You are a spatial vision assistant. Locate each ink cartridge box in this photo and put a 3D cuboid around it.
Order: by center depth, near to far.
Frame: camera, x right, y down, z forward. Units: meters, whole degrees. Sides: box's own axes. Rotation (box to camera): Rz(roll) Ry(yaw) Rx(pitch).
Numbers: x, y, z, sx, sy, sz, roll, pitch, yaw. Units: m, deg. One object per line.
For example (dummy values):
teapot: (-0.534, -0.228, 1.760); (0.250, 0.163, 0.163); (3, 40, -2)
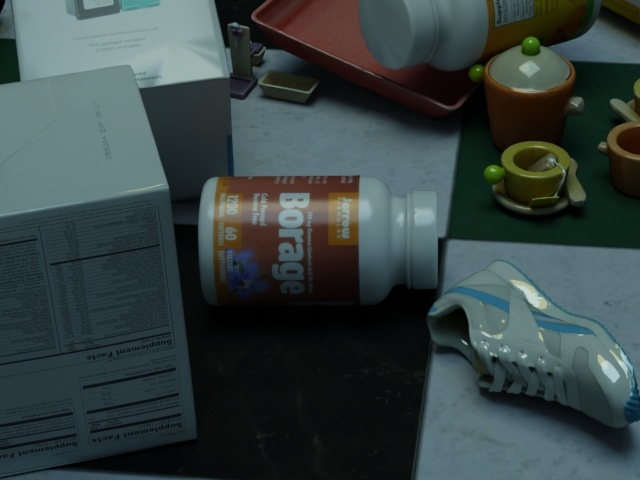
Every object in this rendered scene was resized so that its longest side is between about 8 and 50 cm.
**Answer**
ink cartridge box: (-0.205, -0.197, 1.696); (0.197, 0.198, 0.270); (-9, 58, -7)

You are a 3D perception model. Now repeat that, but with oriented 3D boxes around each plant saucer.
plant saucer: (0.090, -0.242, 1.907); (0.258, 0.048, 0.259); (26, 44, 16)

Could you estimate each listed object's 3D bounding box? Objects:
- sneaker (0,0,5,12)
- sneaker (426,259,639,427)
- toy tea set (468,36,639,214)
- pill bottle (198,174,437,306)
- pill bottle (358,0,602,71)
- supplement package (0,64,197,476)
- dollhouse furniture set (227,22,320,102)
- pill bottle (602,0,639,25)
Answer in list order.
sneaker: (-0.536, -0.277, 1.874); (0.257, 0.169, 0.447); (25, 29, 31)
sneaker: (0.185, 0.102, 1.442); (0.092, 0.087, 0.228); (-29, 36, -21)
toy tea set: (0.317, -0.138, 1.717); (0.336, 0.124, 0.200); (-7, 36, -7)
pill bottle: (0.000, 0.000, 1.550); (0.216, 0.121, 0.121); (-1, 36, 3)
pill bottle: (0.169, -0.258, 1.803); (0.245, 0.136, 0.136); (-18, 39, -28)
supplement package: (-0.225, 0.026, 1.407); (0.198, 0.263, 0.199); (-10, 37, -9)
dollhouse furniture set: (-0.050, -0.210, 1.873); (0.114, 0.081, 0.091); (13, 39, 19)
pill bottle: (0.388, -0.307, 1.950); (0.117, 0.118, 0.208); (-25, 41, -28)
